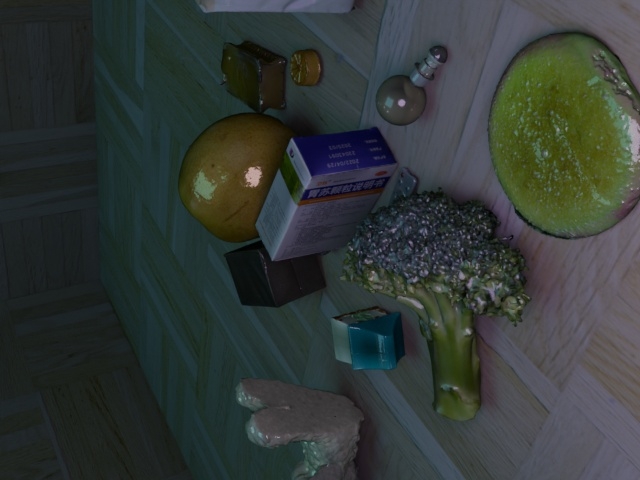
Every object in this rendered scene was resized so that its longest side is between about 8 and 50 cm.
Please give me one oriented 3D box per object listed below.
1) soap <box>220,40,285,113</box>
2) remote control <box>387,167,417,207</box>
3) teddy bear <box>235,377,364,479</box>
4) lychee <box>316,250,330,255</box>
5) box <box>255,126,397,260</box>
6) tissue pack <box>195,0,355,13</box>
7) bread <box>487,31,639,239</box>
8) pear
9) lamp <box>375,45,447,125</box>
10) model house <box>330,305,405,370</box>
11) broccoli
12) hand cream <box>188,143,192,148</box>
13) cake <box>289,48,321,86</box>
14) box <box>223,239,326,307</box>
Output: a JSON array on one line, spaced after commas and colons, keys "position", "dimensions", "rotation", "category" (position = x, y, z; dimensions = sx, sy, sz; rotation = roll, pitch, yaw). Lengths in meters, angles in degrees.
[{"position": [-0.171, -0.414, 1.844], "dimensions": [0.233, 0.076, 0.135], "rotation": [38, 134, 48], "category": "soap"}, {"position": [0.153, -0.057, 1.454], "dimensions": [0.050, 0.027, 0.184], "rotation": [50, 137, 38], "category": "remote control"}, {"position": [-0.049, 0.545, 1.767], "dimensions": [0.327, 0.375, 0.362], "rotation": [-125, 48, -57], "category": "teddy bear"}, {"position": [0.000, 0.000, 1.705], "dimensions": [0.083, 0.068, 0.067], "rotation": [112, 156, -44], "category": "lychee"}, {"position": [0.004, -0.091, 1.523], "dimensions": [0.106, 0.200, 0.299], "rotation": [64, 149, 26], "category": "box"}, {"position": [-0.063, -0.626, 1.295], "dimensions": [0.205, 0.331, 0.405], "rotation": [60, 148, 36], "category": "tissue pack"}, {"position": [0.339, -0.144, 1.060], "dimensions": [0.301, 0.045, 0.301], "rotation": [35, 131, 53], "category": "bread"}, {"position": [-0.176, -0.152, 1.728], "dimensions": [0.314, 0.314, 0.314], "rotation": [32, 129, 53], "category": "pear"}, {"position": [0.166, -0.276, 1.291], "dimensions": [0.163, 0.091, 0.091], "rotation": [-48, 58, 39], "category": "lamp"}, {"position": [0.109, 0.206, 1.532], "dimensions": [0.149, 0.127, 0.101], "rotation": [15, 115, 62], "category": "model house"}, {"position": [0.185, 0.099, 1.314], "dimensions": [0.397, 0.274, 0.353], "rotation": [78, 178, -46], "category": "broccoli"}, {"position": [-0.365, -0.181, 2.321], "dimensions": [0.084, 0.050, 0.257], "rotation": [0, 108, 63], "category": "hand cream"}, {"position": [-0.033, -0.384, 1.635], "dimensions": [0.084, 0.044, 0.084], "rotation": [31, 127, 52], "category": "cake"}, {"position": [-0.116, 0.072, 1.853], "dimensions": [0.231, 0.155, 0.149], "rotation": [-6, 103, 61], "category": "box"}]
